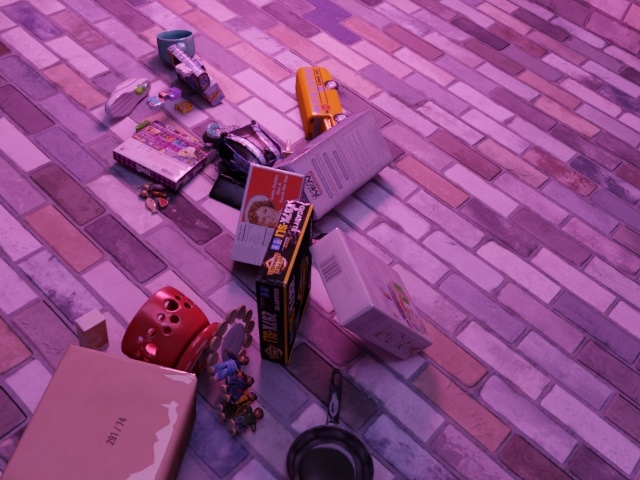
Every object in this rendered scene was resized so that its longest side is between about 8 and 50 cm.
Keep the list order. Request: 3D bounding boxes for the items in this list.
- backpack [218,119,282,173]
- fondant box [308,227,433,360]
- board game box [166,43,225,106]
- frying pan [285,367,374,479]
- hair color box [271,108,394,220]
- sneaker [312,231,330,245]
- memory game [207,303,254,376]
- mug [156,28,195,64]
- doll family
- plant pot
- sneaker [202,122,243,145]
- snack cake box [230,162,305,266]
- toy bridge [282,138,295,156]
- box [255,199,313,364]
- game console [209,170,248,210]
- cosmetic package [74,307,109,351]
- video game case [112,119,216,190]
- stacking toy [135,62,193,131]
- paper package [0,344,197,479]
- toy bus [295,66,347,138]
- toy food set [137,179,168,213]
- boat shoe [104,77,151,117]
[{"bbox_3d":[-0.208,-0.266,2.079,0.173,0.117,0.158,41,49,23],"label":"backpack"},{"bbox_3d":[0.129,0.139,1.675,0.096,0.330,0.238,-36,52,17],"label":"fondant box"},{"bbox_3d":[-0.408,-0.546,2.264,0.194,0.194,0.060,42,79,8],"label":"board game box"},{"bbox_3d":[0.000,0.456,1.541,0.197,0.053,0.326,-8,50,-18],"label":"frying pan"},{"bbox_3d":[0.041,-0.227,2.039,0.374,0.113,0.185,-39,110,-35],"label":"hair color box"},{"bbox_3d":[0.000,0.000,1.946,0.119,0.047,0.057,-8,44,-27],"label":"sneaker"},{"bbox_3d":[-0.209,0.239,1.606,0.012,0.186,0.186,16,47,24],"label":"memory game"},{"bbox_3d":[-0.507,-0.667,2.370,0.129,0.097,0.158,5,34,8],"label":"mug"},{"bbox_3d":[-0.188,0.343,1.556,0.076,0.193,0.111,1,14,45],"label":"doll family"},{"bbox_3d":[-0.340,0.230,1.584,0.174,0.191,0.191,34,52,11],"label":"plant pot"},{"bbox_3d":[-0.304,-0.332,2.160,0.166,0.076,0.065,2,67,-41],"label":"sneaker"},{"bbox_3d":[-0.140,-0.062,1.838,0.152,0.089,0.264,13,92,1],"label":"snack cake box"},{"bbox_3d":[-0.105,-0.298,2.192,0.188,0.026,0.063,5,50,-6],"label":"toy bridge"},{"bbox_3d":[-0.082,0.106,1.648,0.079,0.322,0.257,12,48,9],"label":"box"},{"bbox_3d":[-0.255,-0.152,2.046,0.122,0.071,0.107,24,19,9],"label":"game console"},{"bbox_3d":[-0.537,0.218,1.601,0.060,0.115,0.041,-33,62,-32],"label":"cosmetic package"},{"bbox_3d":[-0.473,-0.264,2.072,0.232,0.042,0.210,26,45,12],"label":"video game case"},{"bbox_3d":[-0.494,-0.447,2.153,0.052,0.167,0.221,37,52,20],"label":"stacking toy"},{"bbox_3d":[-0.440,0.419,1.412,0.309,0.168,0.325,14,49,1],"label":"paper package"},{"bbox_3d":[0.002,-0.444,2.283,0.130,0.108,0.333,-2,50,-12],"label":"toy bus"},{"bbox_3d":[-0.483,-0.134,1.981,0.078,0.019,0.122,-24,58,-28],"label":"toy food set"},{"bbox_3d":[-0.642,-0.465,2.211,0.075,0.083,0.226,14,36,17],"label":"boat shoe"}]
